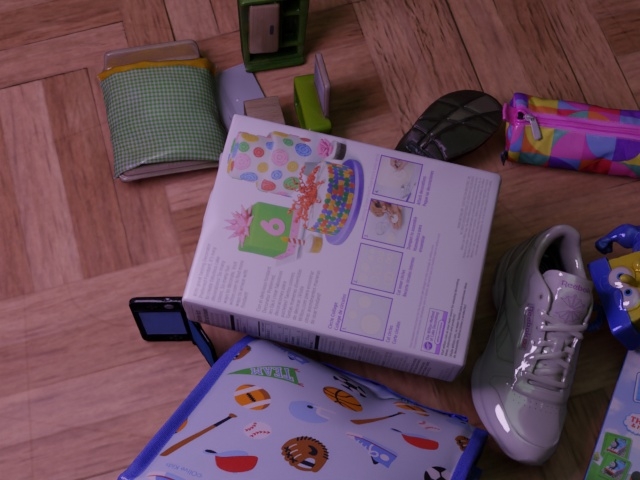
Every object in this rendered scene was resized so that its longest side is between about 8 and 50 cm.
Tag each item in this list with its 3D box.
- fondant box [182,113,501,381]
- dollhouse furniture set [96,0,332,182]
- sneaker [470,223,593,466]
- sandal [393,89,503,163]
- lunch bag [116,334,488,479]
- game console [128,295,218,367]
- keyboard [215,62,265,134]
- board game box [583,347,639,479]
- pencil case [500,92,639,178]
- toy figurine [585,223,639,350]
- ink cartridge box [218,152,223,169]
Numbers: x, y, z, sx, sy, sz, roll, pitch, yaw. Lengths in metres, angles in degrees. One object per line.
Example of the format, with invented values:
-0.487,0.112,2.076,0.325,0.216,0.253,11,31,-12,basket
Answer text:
0.027,0.009,1.501,0.330,0.096,0.238,14,73,1,fondant box
-0.148,-0.217,1.713,0.301,0.151,0.197,-10,62,-9,dollhouse furniture set
0.261,0.117,1.540,0.114,0.152,0.305,14,62,-15,sneaker
0.154,-0.119,1.727,0.090,0.060,0.219,42,87,10,sandal
-0.006,0.282,1.415,0.328,0.239,0.385,20,33,10,lunch bag
-0.177,0.124,1.572,0.107,0.122,0.071,-1,62,1,game console
-0.086,-0.140,1.769,0.072,0.014,0.256,-20,64,-14,keyboard
0.417,0.249,1.537,0.160,0.039,0.211,19,64,12,board game box
0.357,-0.137,1.704,0.236,0.104,0.104,7,63,5,pencil case
0.430,0.093,1.562,0.217,0.191,0.362,-23,55,15,toy figurine
0.000,0.000,1.620,0.273,0.114,0.197,2,74,4,ink cartridge box
